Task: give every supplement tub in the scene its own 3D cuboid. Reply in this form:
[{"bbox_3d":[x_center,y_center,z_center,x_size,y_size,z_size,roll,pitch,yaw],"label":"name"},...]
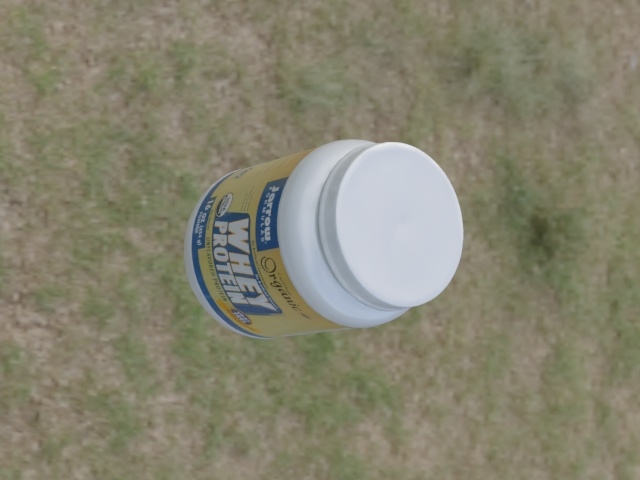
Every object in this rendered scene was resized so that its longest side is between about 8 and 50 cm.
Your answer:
[{"bbox_3d":[0.000,0.000,1.058,0.144,0.200,0.144,7,79,-36],"label":"supplement tub"}]
